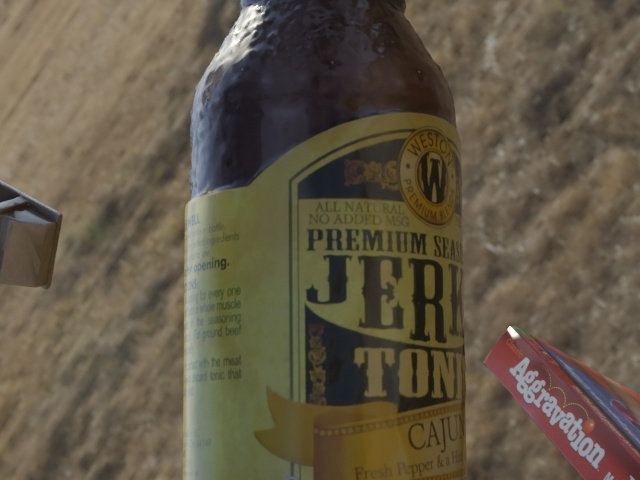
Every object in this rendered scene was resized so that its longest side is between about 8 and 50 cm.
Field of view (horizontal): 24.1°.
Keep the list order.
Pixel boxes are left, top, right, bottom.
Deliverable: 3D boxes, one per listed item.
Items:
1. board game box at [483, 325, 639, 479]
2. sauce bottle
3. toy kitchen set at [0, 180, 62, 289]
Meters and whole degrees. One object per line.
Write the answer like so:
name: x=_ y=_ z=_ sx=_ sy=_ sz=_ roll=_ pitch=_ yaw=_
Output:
board game box: x=0.183 y=0.137 z=0.619 sx=0.027 sy=0.145 sz=0.281 roll=-54 pitch=32 yaw=10
sauce bottle: x=0.000 y=0.000 z=0.580 sx=0.111 sy=0.111 sz=0.344 roll=-15 pitch=75 yaw=63
toy kitchen set: x=-0.139 y=0.003 z=0.504 sx=0.075 sy=0.068 sz=0.083 roll=-26 pitch=-44 yaw=-55
